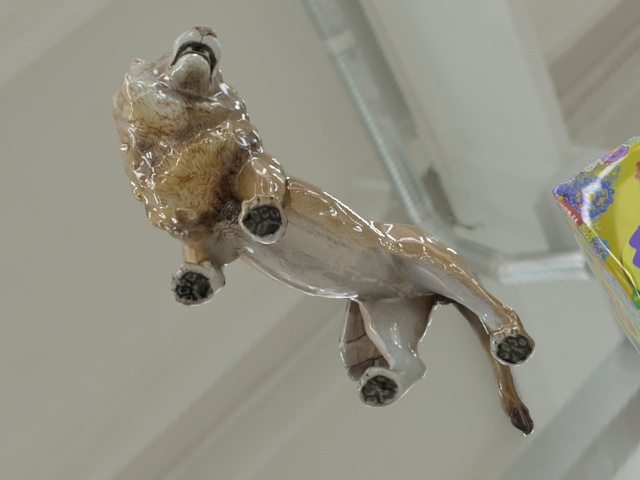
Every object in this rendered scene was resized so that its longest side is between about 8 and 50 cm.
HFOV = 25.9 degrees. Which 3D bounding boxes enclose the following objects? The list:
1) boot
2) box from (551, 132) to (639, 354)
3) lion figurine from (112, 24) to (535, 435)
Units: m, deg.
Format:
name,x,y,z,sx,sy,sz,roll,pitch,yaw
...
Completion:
name,x,y,z,sx,sy,sz,roll,pitch,yaw
boot,0.068,0.082,1.292,0.118,0.042,0.087,-10,-75,-22
box,0.372,0.076,1.172,0.177,0.290,0.279,-32,-42,5
lion figurine,0.000,0.000,1.102,0.392,0.240,0.142,36,-74,-18
